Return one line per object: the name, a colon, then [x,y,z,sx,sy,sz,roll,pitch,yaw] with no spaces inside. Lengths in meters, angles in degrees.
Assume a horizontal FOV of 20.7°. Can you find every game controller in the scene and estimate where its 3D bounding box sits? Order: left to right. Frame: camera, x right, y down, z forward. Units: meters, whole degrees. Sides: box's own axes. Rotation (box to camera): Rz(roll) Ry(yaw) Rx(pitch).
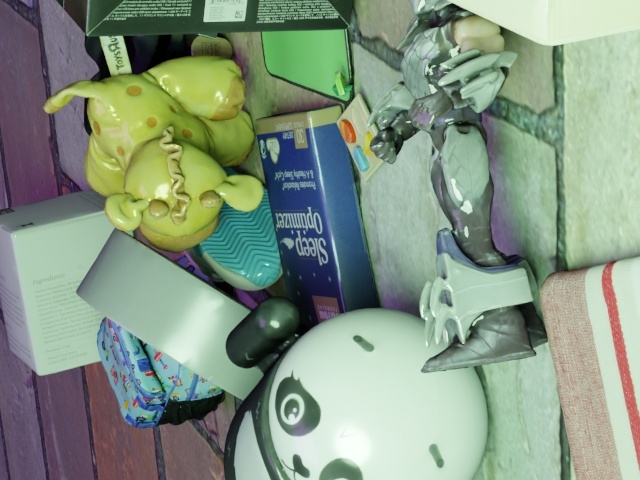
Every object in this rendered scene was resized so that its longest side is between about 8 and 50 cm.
game controller: [-0.188,-0.212,1.782,0.319,0.067,0.166,136,133,-66]

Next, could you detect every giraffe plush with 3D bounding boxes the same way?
giraffe plush: [-0.131,-0.067,1.549,0.210,0.181,0.170,52,-170,-53]

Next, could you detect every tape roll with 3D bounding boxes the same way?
tape roll: [-0.111,0.074,1.585,0.072,0.219,0.219,-59,26,-3]

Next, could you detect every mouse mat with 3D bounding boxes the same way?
mouse mat: [-0.018,-0.200,1.471,0.189,0.007,0.153,-152,52,-62]

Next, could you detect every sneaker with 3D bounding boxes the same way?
sneaker: [-0.084,-0.002,1.663,0.229,0.087,0.092,46,157,58]

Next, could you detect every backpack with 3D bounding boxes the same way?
backpack: [-0.157,0.102,1.851,0.158,0.117,0.173,69,155,19]

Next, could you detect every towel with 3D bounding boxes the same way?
towel: [0.234,0.117,0.979,0.329,0.037,0.237,162,97,-67]

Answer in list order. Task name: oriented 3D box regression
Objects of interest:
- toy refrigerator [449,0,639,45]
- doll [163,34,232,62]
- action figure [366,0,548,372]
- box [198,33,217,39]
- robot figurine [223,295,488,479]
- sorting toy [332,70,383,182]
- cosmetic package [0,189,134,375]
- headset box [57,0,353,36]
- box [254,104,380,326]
toy refrigerator: [0.105,-0.198,1.027,0.269,0.102,0.094,-140,42,-59]
doll: [-0.133,-0.158,1.731,0.189,0.046,0.129,164,95,-67]
action figure: [0.088,-0.059,1.155,0.185,0.099,0.285,125,136,-85]
box: [-0.106,-0.231,1.616,0.067,0.018,0.083,24,101,64]
robot figurine: [0.020,0.158,1.345,0.278,0.209,0.174,128,156,-64]
sorting toy: [0.026,-0.093,1.402,0.083,0.012,0.062,65,157,14]
cosmetic package: [-0.312,0.048,2.158,0.151,0.151,0.184,-157,56,-64]
headset box: [-0.126,-0.264,1.400,0.293,0.218,0.110,-132,44,-54]
box: [0.000,0.000,1.503,0.136,0.036,0.225,-179,75,-69]
